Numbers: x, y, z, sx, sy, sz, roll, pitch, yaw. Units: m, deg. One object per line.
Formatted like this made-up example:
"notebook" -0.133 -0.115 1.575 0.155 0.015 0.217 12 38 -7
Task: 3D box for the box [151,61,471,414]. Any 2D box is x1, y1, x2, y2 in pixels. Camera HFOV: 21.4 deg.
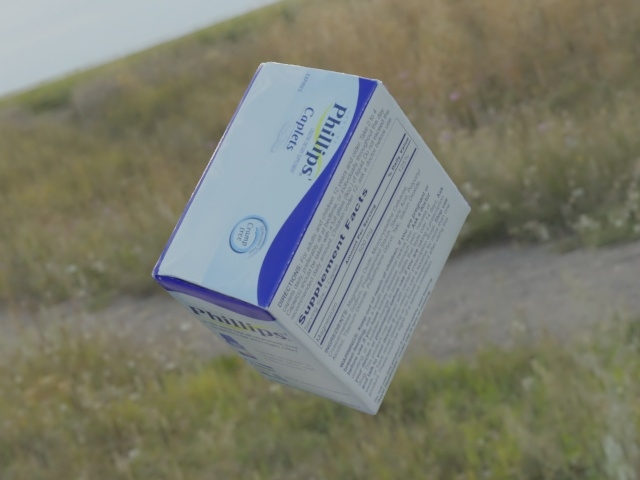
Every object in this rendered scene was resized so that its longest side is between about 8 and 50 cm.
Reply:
"box" 0.000 0.000 0.844 0.072 0.137 0.126 16 71 32
